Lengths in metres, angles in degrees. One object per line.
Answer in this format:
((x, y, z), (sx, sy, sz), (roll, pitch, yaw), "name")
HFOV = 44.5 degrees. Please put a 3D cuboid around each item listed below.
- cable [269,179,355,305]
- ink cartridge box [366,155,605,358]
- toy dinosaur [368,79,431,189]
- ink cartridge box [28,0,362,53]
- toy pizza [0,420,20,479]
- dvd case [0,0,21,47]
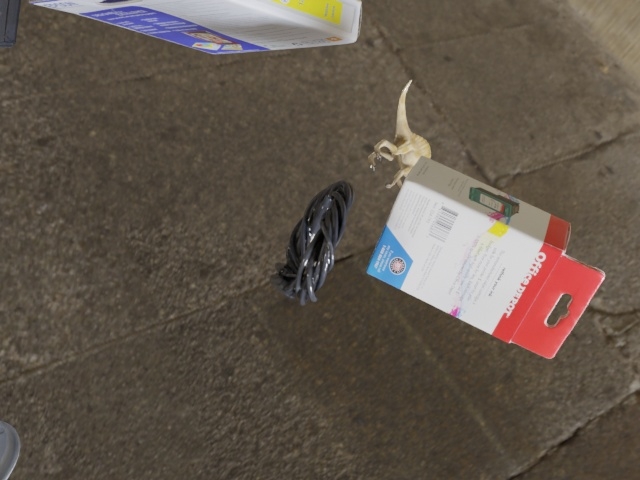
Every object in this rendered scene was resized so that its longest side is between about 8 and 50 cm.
((0.000, 0.000, 0.892), (0.047, 0.184, 0.151), (31, 83, -10), "cable")
((0.184, 0.019, 0.878), (0.231, 0.134, 0.078), (26, 33, 8), "ink cartridge box")
((0.119, -0.134, 1.154), (0.092, 0.053, 0.183), (-21, 100, -16), "toy dinosaur")
((-0.160, -0.307, 1.008), (0.307, 0.303, 0.072), (6, 93, -47), "ink cartridge box")
((-0.299, 0.189, 0.530), (0.201, 0.201, 0.032), (-34, 114, -39), "toy pizza")
((-0.252, -0.253, 0.474), (0.253, 0.180, 0.022), (36, 33, 26), "dvd case")
